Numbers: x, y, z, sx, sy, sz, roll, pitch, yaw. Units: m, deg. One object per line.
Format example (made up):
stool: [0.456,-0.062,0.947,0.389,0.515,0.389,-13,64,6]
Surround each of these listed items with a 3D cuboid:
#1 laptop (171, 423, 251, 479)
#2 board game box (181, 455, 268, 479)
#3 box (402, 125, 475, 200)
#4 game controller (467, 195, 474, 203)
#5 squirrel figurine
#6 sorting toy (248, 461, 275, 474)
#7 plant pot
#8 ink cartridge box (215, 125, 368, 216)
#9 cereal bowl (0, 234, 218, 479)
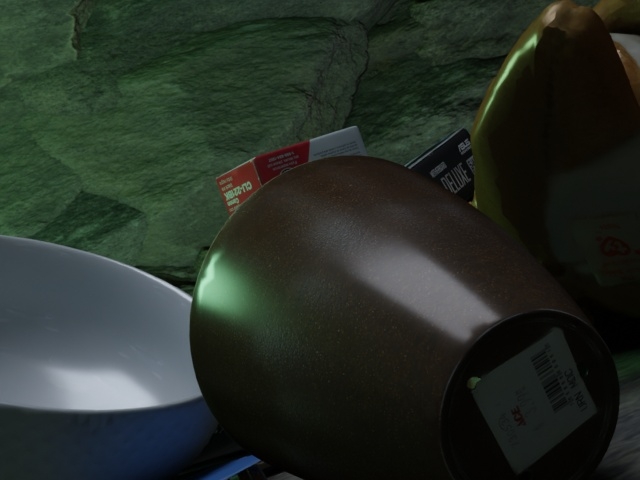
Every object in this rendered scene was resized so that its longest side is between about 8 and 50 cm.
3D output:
laptop: [-0.112,0.189,1.357,0.381,0.236,0.408,-18,-26,17]
board game box: [-0.098,0.193,0.911,0.133,0.033,0.168,-21,-4,-34]
box: [0.031,0.000,1.531,0.307,0.077,0.242,-32,3,36]
game controller: [0.222,-0.064,1.642,0.319,0.067,0.166,-17,2,37]
squirrel figurine: [0.269,-0.104,1.092,0.370,0.281,0.397,-62,2,-40]
sorting toy: [-0.018,0.170,1.041,0.083,0.012,0.062,-23,-3,-2]
plant pot: [0.061,0.067,0.746,0.215,0.215,0.230,-20,16,-20]
ink cartridge box: [0.000,0.000,1.826,0.197,0.273,0.114,-20,-1,-36]
cereal bowl: [-0.243,0.117,1.021,0.338,0.141,0.339,13,16,-4]
